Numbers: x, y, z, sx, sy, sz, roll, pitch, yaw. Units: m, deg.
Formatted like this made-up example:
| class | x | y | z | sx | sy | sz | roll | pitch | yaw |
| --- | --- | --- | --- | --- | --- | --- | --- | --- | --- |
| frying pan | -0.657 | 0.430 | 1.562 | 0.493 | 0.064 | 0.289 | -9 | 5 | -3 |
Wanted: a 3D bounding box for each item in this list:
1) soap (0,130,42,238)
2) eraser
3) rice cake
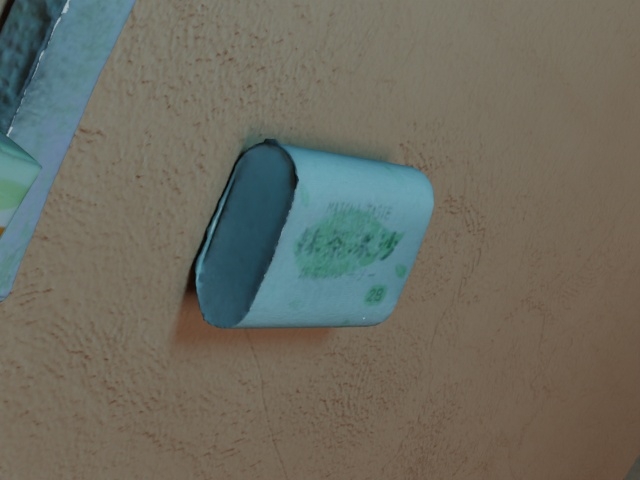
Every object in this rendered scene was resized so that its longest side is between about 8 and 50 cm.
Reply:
| class | x | y | z | sx | sy | sz | roll | pitch | yaw |
| --- | --- | --- | --- | --- | --- | --- | --- | --- | --- |
| soap | -0.294 | -0.018 | 0.668 | 0.182 | 0.138 | 0.199 | -59 | 147 | 5 |
| eraser | 0.000 | 0.000 | 1.111 | 0.227 | 0.081 | 0.174 | 5 | 113 | -52 |
| rice cake | -0.186 | -0.112 | 0.800 | 0.073 | 0.056 | 0.365 | 9 | 110 | -54 |
